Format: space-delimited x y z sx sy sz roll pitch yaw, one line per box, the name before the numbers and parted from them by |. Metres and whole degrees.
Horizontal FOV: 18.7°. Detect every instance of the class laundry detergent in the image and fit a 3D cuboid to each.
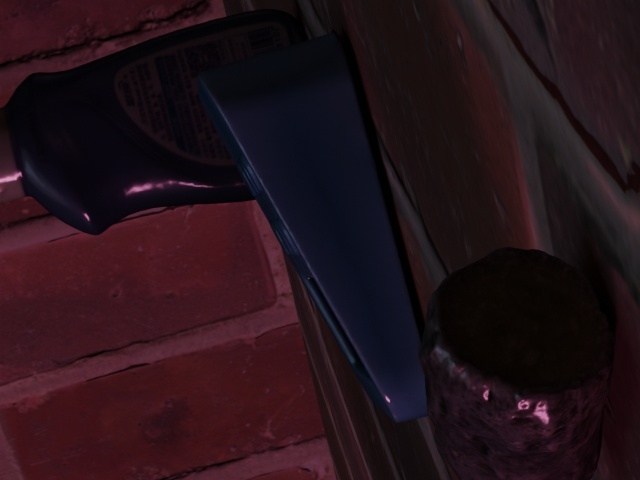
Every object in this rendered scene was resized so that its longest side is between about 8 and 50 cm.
laundry detergent | -0.143 -0.084 1.509 0.094 0.290 0.143 143 114 -86

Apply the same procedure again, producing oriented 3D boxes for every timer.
timer | 0.000 0.000 1.279 0.232 0.091 0.250 159 92 -86

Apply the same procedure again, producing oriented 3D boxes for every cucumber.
cucumber | 0.065 0.051 0.646 0.112 0.064 0.064 82 173 -59
